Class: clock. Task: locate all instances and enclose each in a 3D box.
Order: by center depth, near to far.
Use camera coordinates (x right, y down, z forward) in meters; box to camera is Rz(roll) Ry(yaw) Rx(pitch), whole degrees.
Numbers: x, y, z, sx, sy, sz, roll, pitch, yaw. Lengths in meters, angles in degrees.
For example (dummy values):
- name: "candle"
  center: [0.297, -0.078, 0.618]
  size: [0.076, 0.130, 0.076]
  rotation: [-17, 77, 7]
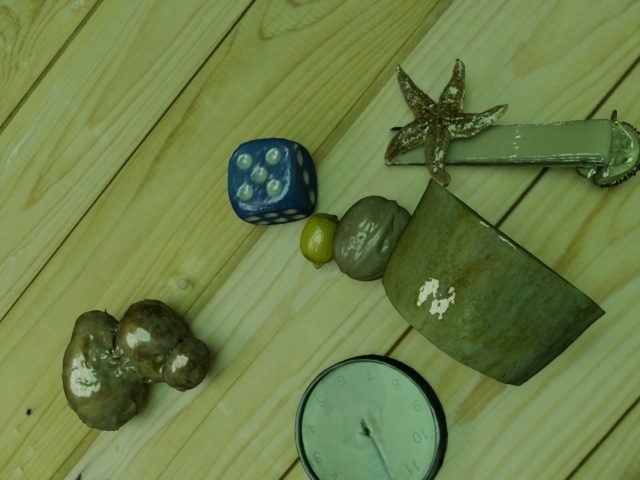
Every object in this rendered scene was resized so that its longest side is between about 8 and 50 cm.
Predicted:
- name: "clock"
  center: [0.087, 0.348, 1.103]
  size: [0.281, 0.055, 0.280]
  rotation: [-3, 79, 18]

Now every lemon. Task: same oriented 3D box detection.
- name: "lemon"
  center: [0.000, 0.000, 1.177]
  size: [0.082, 0.082, 0.110]
  rotation: [13, 87, 19]

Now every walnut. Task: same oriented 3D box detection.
- name: "walnut"
  center: [0.096, -0.003, 1.120]
  size: [0.140, 0.140, 0.162]
  rotation: [38, 104, 20]

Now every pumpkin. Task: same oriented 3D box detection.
- name: "pumpkin"
  center: [0.246, 0.072, 0.962]
  size: [0.332, 0.332, 0.199]
  rotation: [45, 100, 19]

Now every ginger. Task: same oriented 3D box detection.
- name: "ginger"
  center: [-0.370, 0.233, 1.215]
  size: [0.304, 0.155, 0.244]
  rotation: [-25, 72, 13]

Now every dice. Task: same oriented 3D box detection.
- name: "dice"
  center: [-0.093, -0.112, 1.192]
  size: [0.143, 0.146, 0.146]
  rotation: [-7, 79, 18]

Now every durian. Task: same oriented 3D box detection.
- name: "durian"
  center: [0.504, -0.152, 1.048]
  size: [0.111, 0.071, 0.140]
  rotation: [6, 79, 32]

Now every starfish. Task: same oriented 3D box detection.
- name: "starfish"
  center: [0.218, -0.222, 1.111]
  size: [0.236, 0.062, 0.277]
  rotation: [-25, 61, 18]

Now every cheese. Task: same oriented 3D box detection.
- name: "cheese"
  center: [0.307, -0.172, 1.104]
  size: [0.400, 0.034, 0.085]
  rotation: [3, 78, 29]
